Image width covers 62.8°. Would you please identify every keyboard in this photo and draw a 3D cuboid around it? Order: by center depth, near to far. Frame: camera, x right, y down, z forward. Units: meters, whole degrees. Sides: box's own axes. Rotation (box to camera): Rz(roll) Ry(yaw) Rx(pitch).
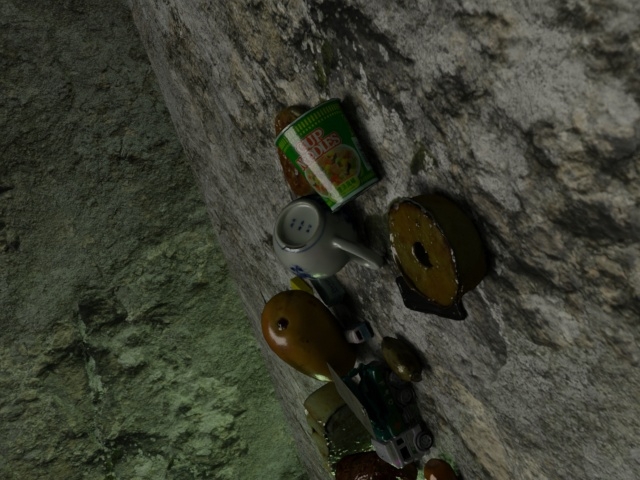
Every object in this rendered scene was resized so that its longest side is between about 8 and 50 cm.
[{"bbox_3d":[0.276,0.146,1.344,0.262,0.016,0.106,0,113,68],"label":"keyboard"}]

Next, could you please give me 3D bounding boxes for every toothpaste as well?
[{"bbox_3d":[-0.023,0.100,1.935,0.312,0.071,0.089,56,155,25],"label":"toothpaste"}]

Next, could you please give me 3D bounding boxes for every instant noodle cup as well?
[{"bbox_3d":[0.031,-0.208,1.332,0.232,0.207,0.207,56,159,1],"label":"instant noodle cup"}]

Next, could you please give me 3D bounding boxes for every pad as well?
[{"bbox_3d":[0.096,0.518,1.694,0.265,0.009,0.159,39,153,56],"label":"pad"}]

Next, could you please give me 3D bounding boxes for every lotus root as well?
[{"bbox_3d":[0.240,0.354,1.558,0.080,0.089,0.179,-58,41,13],"label":"lotus root"}]

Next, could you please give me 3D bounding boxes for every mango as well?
[{"bbox_3d":[-0.028,0.353,1.897,0.446,0.232,0.300,44,-168,-35],"label":"mango"}]

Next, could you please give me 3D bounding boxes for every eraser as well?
[{"bbox_3d":[-0.075,0.221,2.226,0.122,0.045,0.097,36,145,50],"label":"eraser"}]

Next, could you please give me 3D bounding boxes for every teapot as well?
[{"bbox_3d":[0.000,0.000,1.569,0.424,0.252,0.280,19,170,33],"label":"teapot"}]

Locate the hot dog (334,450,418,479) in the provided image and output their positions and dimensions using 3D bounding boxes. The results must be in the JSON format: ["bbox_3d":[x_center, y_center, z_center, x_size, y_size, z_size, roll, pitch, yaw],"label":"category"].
[{"bbox_3d":[0.210,0.887,1.991,0.387,0.267,0.174,132,138,-58],"label":"hot dog"}]

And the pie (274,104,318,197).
[{"bbox_3d":[-0.056,-0.261,1.594,0.315,0.092,0.315,52,156,35],"label":"pie"}]

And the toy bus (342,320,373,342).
[{"bbox_3d":[0.124,0.323,1.819,0.060,0.075,0.123,65,159,1],"label":"toy bus"}]

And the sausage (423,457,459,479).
[{"bbox_3d":[0.412,0.816,1.641,0.274,0.105,0.105,65,159,3],"label":"sausage"}]

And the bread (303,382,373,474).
[{"bbox_3d":[0.056,0.742,2.213,0.264,0.239,0.395,38,146,50],"label":"bread"}]

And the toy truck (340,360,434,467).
[{"bbox_3d":[0.217,0.558,1.724,0.363,0.178,0.176,64,159,-3],"label":"toy truck"}]

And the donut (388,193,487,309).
[{"bbox_3d":[0.253,0.015,1.148,0.272,0.107,0.272,55,156,39],"label":"donut"}]
